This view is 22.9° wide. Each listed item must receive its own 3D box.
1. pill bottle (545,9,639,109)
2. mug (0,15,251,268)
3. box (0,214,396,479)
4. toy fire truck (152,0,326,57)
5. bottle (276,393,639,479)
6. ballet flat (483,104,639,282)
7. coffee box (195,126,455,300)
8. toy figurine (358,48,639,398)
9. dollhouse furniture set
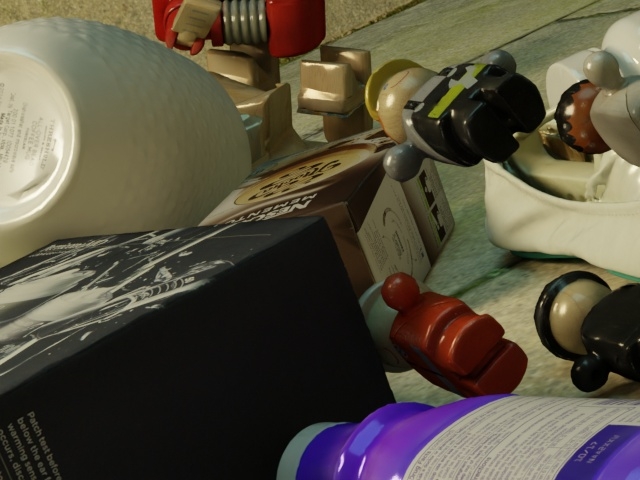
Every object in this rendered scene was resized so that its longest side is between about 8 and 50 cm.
[{"bbox_3d":[0.334,-0.160,1.479,0.229,0.131,0.131,-24,13,-11],"label":"pill bottle"},{"bbox_3d":[-0.266,-0.039,1.561,0.276,0.374,0.328,26,4,15],"label":"mug"},{"bbox_3d":[-0.178,0.130,0.979,0.312,0.179,0.343,-28,15,-35],"label":"box"},{"bbox_3d":[-0.101,-0.282,1.937,0.217,0.158,0.246,-2,34,-1],"label":"toy fire truck"},{"bbox_3d":[0.086,0.126,0.759,0.118,0.092,0.283,-26,13,-36],"label":"bottle"},{"bbox_3d":[0.227,-0.045,1.170,0.139,0.139,0.400,-26,13,-19],"label":"ballet flat"},{"bbox_3d":[0.000,0.000,1.375,0.168,0.118,0.297,-16,13,18],"label":"coffee box"},{"bbox_3d":[0.128,-0.010,0.950,0.213,0.209,0.148,-3,8,-23],"label":"toy figurine"},{"bbox_3d":[-0.176,-0.084,1.968,0.394,0.256,0.362,9,26,24],"label":"dollhouse furniture set"}]
